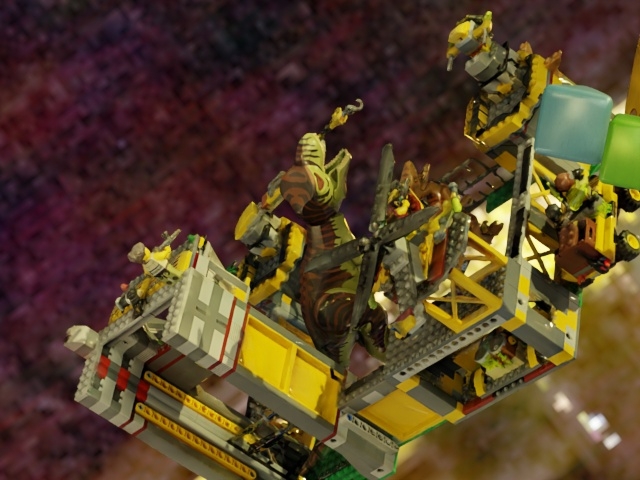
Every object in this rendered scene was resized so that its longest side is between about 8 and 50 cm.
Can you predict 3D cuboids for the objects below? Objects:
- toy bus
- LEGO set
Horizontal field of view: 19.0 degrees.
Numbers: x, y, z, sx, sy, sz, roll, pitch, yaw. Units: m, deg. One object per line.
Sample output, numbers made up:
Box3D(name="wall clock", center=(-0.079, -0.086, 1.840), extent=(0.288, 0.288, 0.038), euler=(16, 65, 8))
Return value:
Box3D(name="toy bus", center=(0.214, -0.070, 0.822), extent=(0.191, 0.202, 0.104), euler=(-14, 116, -62))
Box3D(name="LEGO set", center=(0.000, 0.000, 1.090), extent=(0.331, 0.192, 0.255), euler=(-28, -144, 45))
